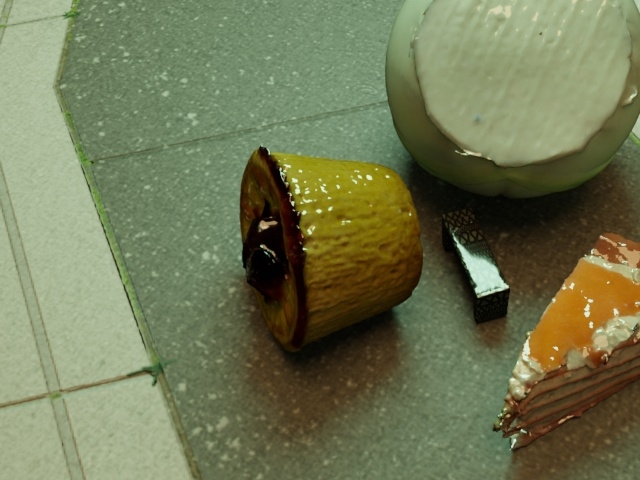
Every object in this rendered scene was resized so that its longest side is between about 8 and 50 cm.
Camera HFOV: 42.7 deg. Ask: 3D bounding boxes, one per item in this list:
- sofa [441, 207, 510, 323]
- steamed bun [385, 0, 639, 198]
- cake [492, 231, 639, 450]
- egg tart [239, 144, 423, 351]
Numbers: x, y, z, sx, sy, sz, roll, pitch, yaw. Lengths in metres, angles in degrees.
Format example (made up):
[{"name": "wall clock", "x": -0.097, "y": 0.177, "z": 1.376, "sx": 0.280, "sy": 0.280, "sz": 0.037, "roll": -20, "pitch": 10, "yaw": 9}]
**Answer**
[{"name": "sofa", "x": 0.170, "y": 0.027, "z": 0.905, "sx": 0.039, "sy": 0.060, "sz": 0.118, "roll": -16, "pitch": 54, "yaw": -1}, {"name": "steamed bun", "x": 0.222, "y": -0.195, "z": 0.962, "sx": 0.309, "sy": 0.309, "sz": 0.309, "roll": -2, "pitch": 52, "yaw": 2}, {"name": "cake", "x": 0.274, "y": 0.107, "z": 0.812, "sx": 0.135, "sy": 0.098, "sz": 0.287, "roll": 35, "pitch": 62, "yaw": 27}, {"name": "egg tart", "x": 0.000, "y": 0.000, "z": 0.859, "sx": 0.170, "sy": 0.215, "sz": 0.215, "roll": -10, "pitch": 51, "yaw": -19}]
